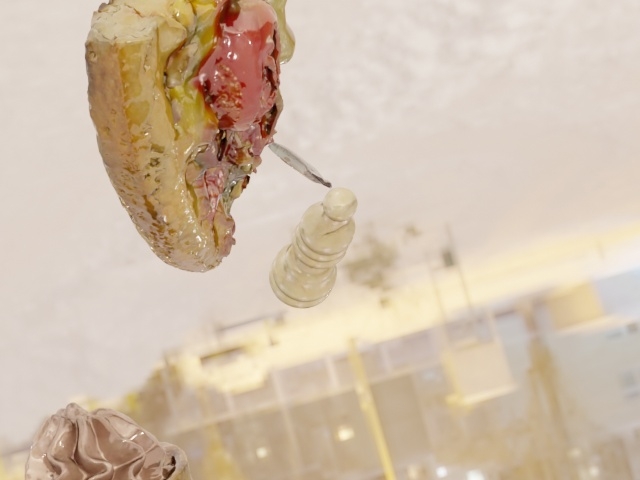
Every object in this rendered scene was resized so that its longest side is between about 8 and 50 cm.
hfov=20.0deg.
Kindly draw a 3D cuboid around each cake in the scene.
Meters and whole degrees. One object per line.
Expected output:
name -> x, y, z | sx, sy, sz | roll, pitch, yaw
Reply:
cake -> -0.228, 0.251, 1.778 | 0.207, 0.178, 0.185 | -32, -162, -13

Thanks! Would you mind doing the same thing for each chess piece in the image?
chess piece -> 0.000, 0.000, 0.910 | 0.035, 0.035, 0.092 | -14, 158, -21

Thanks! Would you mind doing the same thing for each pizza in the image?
pizza -> -0.079, -0.189, 1.655 | 0.130, 0.406, 0.440 | 17, 160, 12

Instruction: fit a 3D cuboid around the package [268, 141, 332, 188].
package -> -0.026, -0.084, 1.943 | 0.037, 0.015, 0.110 | 36, -178, -39
